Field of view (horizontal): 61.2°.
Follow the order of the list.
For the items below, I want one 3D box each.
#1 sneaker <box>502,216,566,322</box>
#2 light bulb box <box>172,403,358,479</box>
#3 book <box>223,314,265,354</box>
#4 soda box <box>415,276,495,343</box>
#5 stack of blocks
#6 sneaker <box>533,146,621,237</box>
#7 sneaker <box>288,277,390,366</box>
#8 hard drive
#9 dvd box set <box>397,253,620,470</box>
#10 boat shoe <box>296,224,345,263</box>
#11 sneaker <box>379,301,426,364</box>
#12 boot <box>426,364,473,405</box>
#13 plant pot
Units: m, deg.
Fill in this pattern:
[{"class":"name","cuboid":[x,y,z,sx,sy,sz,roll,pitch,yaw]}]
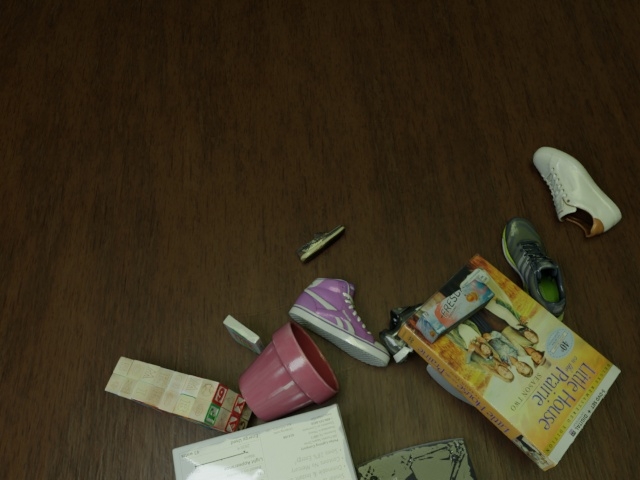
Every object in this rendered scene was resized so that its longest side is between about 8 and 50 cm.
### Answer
[{"class":"sneaker","cuboid":[0.556,0.063,1.380,0.111,0.121,0.299,-13,64,-3]},{"class":"light bulb box","cuboid":[-0.084,0.576,1.121,0.358,0.225,0.361,-14,65,-3]},{"class":"book","cuboid":[-0.180,0.238,1.336,0.096,0.144,0.035,31,70,18]},{"class":"soda box","cuboid":[0.304,0.157,1.224,0.183,0.063,0.058,-29,65,-24]},{"class":"stack of blocks","cuboid":[-0.328,0.366,1.268,0.297,0.171,0.087,7,63,27]},{"class":"sneaker","cuboid":[0.670,-0.133,1.475,0.123,0.106,0.290,-32,68,-14]},{"class":"sneaker","cuboid":[0.076,0.190,1.368,0.282,0.102,0.161,31,66,16]},{"class":"hard drive","cuboid":[0.220,0.552,1.205,0.255,0.054,0.172,-14,64,-3]},{"class":"dvd box set","cuboid":[0.432,0.258,1.250,0.308,0.062,0.420,-36,68,-28]},{"class":"boat shoe","cuboid":[0.000,0.000,1.488,0.152,0.056,0.049,-37,72,-13]},{"class":"sneaker","cuboid":[0.231,0.191,1.343,0.106,0.078,0.234,43,61,9]},{"class":"boot","cuboid":[0.390,0.329,1.291,0.258,0.095,0.123,31,64,9]},{"class":"plant pot","cuboid":[-0.083,0.322,1.275,0.180,0.201,0.201,-37,66,4]}]
